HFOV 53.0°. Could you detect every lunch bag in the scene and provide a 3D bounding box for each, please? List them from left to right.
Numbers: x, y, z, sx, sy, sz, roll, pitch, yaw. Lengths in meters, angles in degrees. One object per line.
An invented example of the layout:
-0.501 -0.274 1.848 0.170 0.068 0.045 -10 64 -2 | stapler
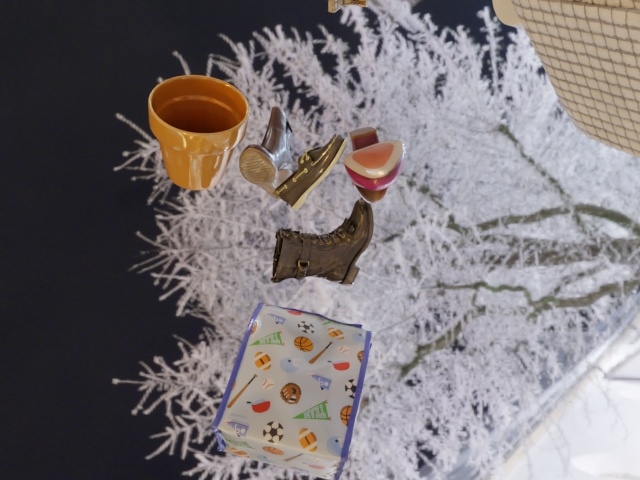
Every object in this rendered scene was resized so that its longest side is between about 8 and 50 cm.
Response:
-0.055 0.357 1.596 0.239 0.328 0.385 100 -176 -55 | lunch bag

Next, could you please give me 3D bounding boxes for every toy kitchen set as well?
0.068 -0.606 1.583 0.083 0.075 0.068 -52 -29 -43 | toy kitchen set

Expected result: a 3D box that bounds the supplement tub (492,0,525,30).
0.493 -0.446 1.102 0.331 0.241 0.241 4 -100 -17 | supplement tub

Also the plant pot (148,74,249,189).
-0.264 -0.218 1.382 0.205 0.205 0.188 -53 -15 -42 | plant pot

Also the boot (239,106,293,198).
-0.128 -0.235 1.561 0.248 0.090 0.207 52 -142 -67 | boot

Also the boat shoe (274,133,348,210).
-0.022 -0.151 1.364 0.069 0.228 0.081 37 -138 -7 | boat shoe

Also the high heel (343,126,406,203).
0.124 -0.118 1.335 0.377 0.127 0.181 -84 -20 -69 | high heel

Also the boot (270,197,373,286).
0.000 0.000 1.611 0.229 0.091 0.263 11 -77 -20 | boot

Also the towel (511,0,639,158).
0.359 -0.203 0.685 0.121 0.283 0.235 -42 -56 -2 | towel
